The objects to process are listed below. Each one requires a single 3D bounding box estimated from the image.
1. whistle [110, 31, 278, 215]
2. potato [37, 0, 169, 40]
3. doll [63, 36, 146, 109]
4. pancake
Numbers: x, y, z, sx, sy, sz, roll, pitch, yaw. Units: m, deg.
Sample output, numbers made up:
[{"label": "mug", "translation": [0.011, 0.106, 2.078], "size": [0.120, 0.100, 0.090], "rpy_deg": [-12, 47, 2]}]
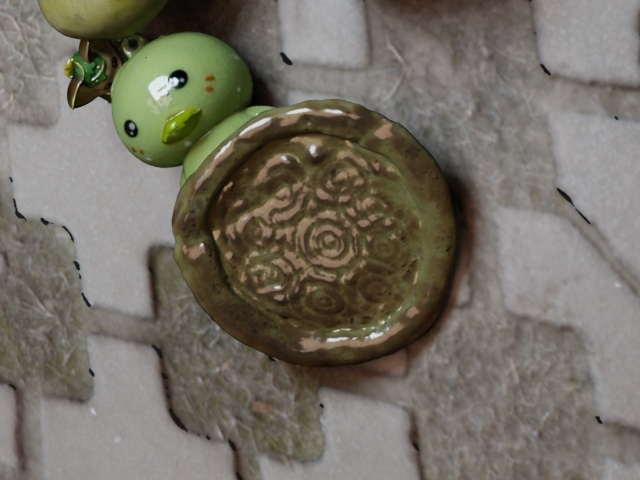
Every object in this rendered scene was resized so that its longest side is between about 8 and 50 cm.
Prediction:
[{"label": "whistle", "translation": [-0.085, -0.074, 1.711], "size": [0.141, 0.141, 0.294], "rpy_deg": [-47, 69, 25]}, {"label": "potato", "translation": [-0.151, -0.311, 1.718], "size": [0.141, 0.191, 0.296], "rpy_deg": [40, 97, -21]}, {"label": "doll", "translation": [-0.211, -0.164, 1.805], "size": [0.076, 0.113, 0.078], "rpy_deg": [28, 106, 44]}, {"label": "pancake", "translation": [0.000, 0.000, 1.660], "size": [0.250, 0.031, 0.250], "rpy_deg": [2, 107, 8]}]
